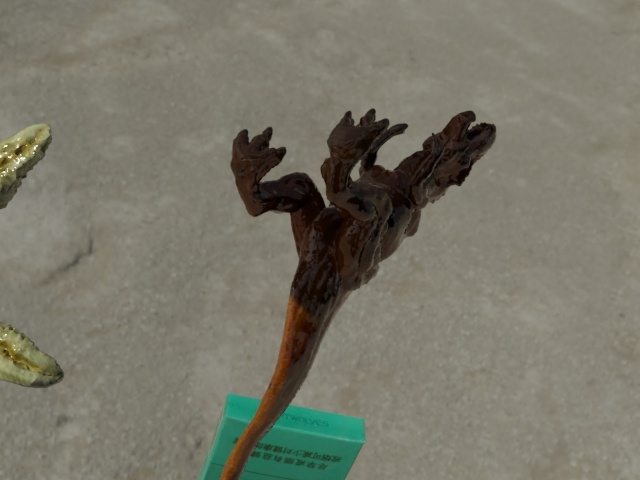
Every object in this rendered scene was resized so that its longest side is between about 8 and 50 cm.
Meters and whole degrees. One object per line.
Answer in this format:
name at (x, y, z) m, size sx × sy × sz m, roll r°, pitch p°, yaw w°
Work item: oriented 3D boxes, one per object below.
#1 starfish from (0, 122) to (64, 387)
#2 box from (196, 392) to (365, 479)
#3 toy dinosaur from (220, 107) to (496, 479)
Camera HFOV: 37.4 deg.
starfish at (-0.191, 0.004, 0.319) m, size 0.208 × 0.053 × 0.175 m, roll -13°, pitch 62°, yaw -15°
box at (-0.059, 0.276, 1.103) m, size 0.161 × 0.226 × 0.042 m, roll 13°, pitch 39°, yaw -10°
toy dinosaur at (0.000, 0.000, 0.784) m, size 0.097 × 0.208 × 0.432 m, roll 24°, pitch 62°, yaw 41°
